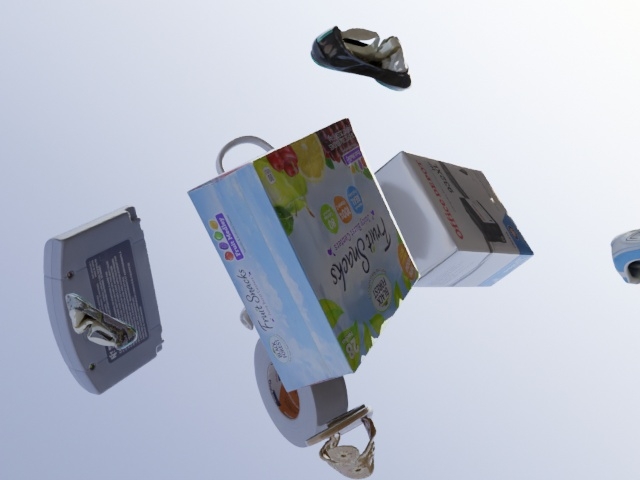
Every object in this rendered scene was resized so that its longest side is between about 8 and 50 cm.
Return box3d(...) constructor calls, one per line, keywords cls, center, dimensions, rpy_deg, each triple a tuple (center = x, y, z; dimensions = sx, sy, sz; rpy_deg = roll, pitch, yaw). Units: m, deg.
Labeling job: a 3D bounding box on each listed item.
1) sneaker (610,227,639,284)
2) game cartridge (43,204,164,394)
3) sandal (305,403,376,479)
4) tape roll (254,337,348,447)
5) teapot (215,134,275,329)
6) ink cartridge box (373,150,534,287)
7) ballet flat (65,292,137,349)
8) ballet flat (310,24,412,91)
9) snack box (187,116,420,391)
box3d(cls="sneaker", center=(0.520, -0.006, 1.004), dimensions=(0.085, 0.237, 0.086), rpy_deg=(0, -114, -35))
box3d(cls="game cartridge", center=(-0.372, 0.106, 1.233), dimensions=(0.196, 0.060, 0.294), rpy_deg=(-37, -52, -53))
box3d(cls="sandal", center=(0.045, 0.260, 0.905), dimensions=(0.079, 0.088, 0.240), rpy_deg=(62, -179, 11))
box3d(cls="tape roll", center=(-0.040, 0.267, 1.324), dimensions=(0.072, 0.219, 0.219), rpy_deg=(-15, -112, -30))
box3d(cls="teapot", center=(-0.089, -0.021, 1.243), dimensions=(0.187, 0.252, 0.256), rpy_deg=(-4, -148, -20))
box3d(cls="ink cartridge box", center=(0.245, -0.033, 1.374), dimensions=(0.308, 0.129, 0.223), rpy_deg=(4, -127, -49))
box3d(cls="ballet flat", center=(-0.280, 0.102, 0.877), dimensions=(0.114, 0.041, 0.041), rpy_deg=(25, -150, 19))
box3d(cls="ballet flat", center=(0.109, -0.369, 1.443), dimensions=(0.281, 0.096, 0.095), rpy_deg=(3, -127, -41))
box3d(cls="snack box", center=(0.000, 0.000, 0.608), dimensions=(0.174, 0.070, 0.207), rpy_deg=(65, -152, -7))
